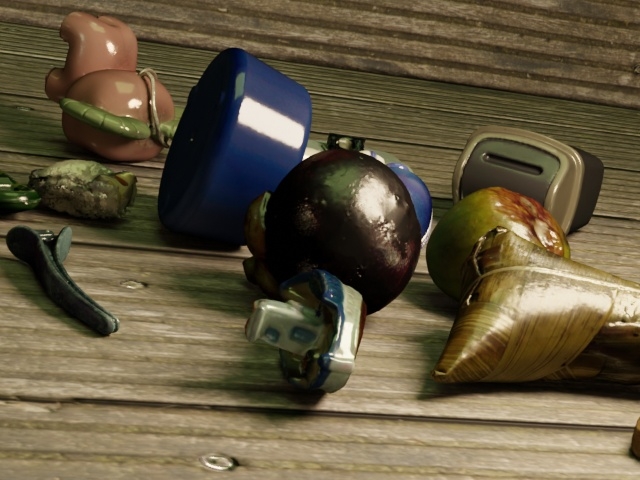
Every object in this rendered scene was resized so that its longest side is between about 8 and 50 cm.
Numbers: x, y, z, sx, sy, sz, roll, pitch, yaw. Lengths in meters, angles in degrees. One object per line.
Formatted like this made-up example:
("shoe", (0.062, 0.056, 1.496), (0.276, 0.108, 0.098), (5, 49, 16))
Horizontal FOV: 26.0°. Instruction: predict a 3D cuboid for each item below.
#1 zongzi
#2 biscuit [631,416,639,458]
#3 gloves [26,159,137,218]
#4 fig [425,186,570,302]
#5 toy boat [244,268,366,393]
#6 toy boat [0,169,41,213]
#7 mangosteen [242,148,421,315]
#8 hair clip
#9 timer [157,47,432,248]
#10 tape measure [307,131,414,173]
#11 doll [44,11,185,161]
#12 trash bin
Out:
("zongzi", (0.275, 0.123, 1.584), (0.286, 0.134, 0.288), (18, 29, 12))
("biscuit", (0.476, 0.241, 1.411), (0.183, 0.047, 0.319), (-8, 24, -43))
("gloves", (-0.341, -0.069, 1.946), (0.153, 0.070, 0.114), (13, 21, 12))
("fig", (0.231, 0.021, 1.835), (0.191, 0.181, 0.181), (-8, 1, 37))
("toy boat", (-0.020, 0.088, 1.473), (0.115, 0.114, 0.262), (22, 9, -3))
("toy boat", (-0.459, -0.074, 1.913), (0.104, 0.052, 0.210), (1, 16, -40))
("mangosteen", (0.000, 0.000, 1.718), (0.250, 0.211, 0.211), (-16, -2, 34))
("hair clip", (-0.296, 0.049, 1.605), (0.083, 0.048, 0.275), (5, 21, -27))
("timer", (-0.011, -0.085, 1.964), (0.383, 0.270, 0.270), (20, 11, -18))
("tape measure", (0.020, -0.097, 2.195), (0.243, 0.125, 0.246), (9, 15, -8))
("doll", (-0.329, -0.239, 2.313), (0.268, 0.216, 0.284), (29, 20, 34))
("trash bin", (0.352, -0.094, 2.325), (0.209, 0.182, 0.290), (17, 10, 24))
